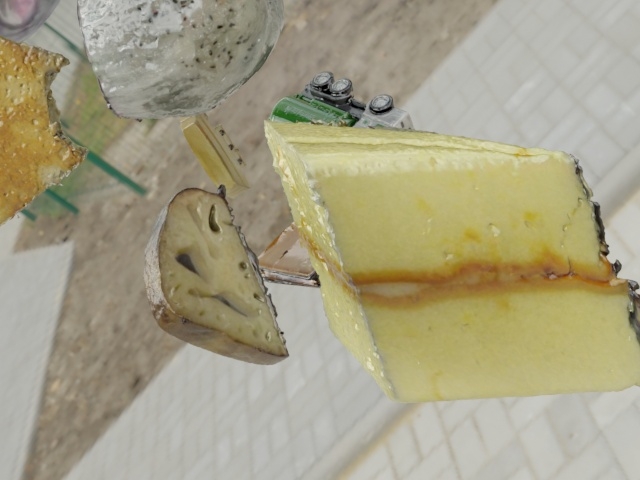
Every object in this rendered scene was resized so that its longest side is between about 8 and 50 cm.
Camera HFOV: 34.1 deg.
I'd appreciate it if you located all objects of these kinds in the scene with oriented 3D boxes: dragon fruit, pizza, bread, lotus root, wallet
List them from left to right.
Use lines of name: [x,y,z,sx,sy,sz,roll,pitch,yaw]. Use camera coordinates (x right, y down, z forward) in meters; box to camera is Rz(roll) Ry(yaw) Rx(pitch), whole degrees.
pizza: [-0.432,-0.159,1.379,0.223,0.324,0.089,-15,21,-19]
dragon fruit: [-0.160,-0.272,1.378,0.221,0.204,0.283,-8,2,18]
lotus root: [-0.156,0.057,1.423,0.074,0.170,0.261,-32,73,50]
wallet: [0.001,0.002,1.701,0.161,0.042,0.195,7,45,47]
bread: [0.163,0.012,1.263,0.404,0.346,0.242,-9,18,-5]

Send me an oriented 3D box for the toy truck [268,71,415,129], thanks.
toy truck: [0.032,-0.177,1.644,0.242,0.101,0.125,26,60,39]

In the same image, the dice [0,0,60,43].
dice: [-0.525,-0.442,1.475,0.270,0.271,0.270,26,87,32]

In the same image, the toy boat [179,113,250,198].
toy boat: [-0.199,-0.174,1.965,0.057,0.200,0.077,-25,15,29]
